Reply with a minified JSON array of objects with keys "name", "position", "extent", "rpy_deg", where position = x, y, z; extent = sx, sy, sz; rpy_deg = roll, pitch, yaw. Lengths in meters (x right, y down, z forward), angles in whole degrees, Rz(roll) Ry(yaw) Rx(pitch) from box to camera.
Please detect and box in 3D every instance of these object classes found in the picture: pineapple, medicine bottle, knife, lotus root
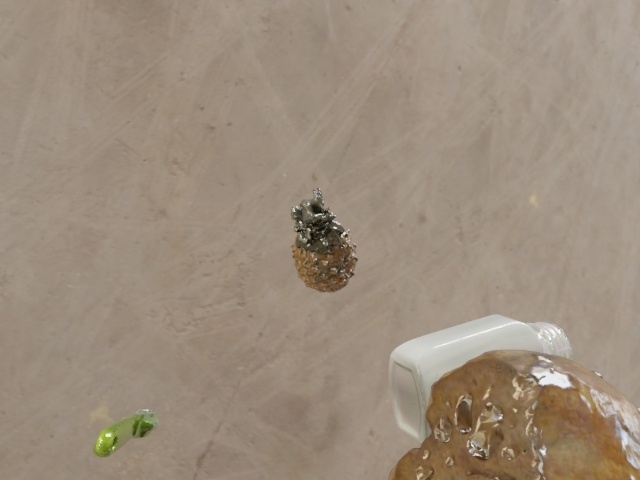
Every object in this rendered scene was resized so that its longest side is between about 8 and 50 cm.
[{"name":"pineapple","position":[0.000,0.000,1.158],"extent":[0.108,0.108,0.197],"rpy_deg":[-61,159,-24]},{"name":"medicine bottle","position":[0.284,0.231,1.358],"extent":[0.324,0.124,0.179],"rpy_deg":[-13,102,-23]},{"name":"knife","position":[-0.141,0.140,0.577],"extent":[0.026,0.184,0.022],"rpy_deg":[7,83,-2]},{"name":"lotus root","position":[0.200,0.249,0.843],"extent":[0.250,0.316,0.316],"rpy_deg":[37,66,-42]}]
